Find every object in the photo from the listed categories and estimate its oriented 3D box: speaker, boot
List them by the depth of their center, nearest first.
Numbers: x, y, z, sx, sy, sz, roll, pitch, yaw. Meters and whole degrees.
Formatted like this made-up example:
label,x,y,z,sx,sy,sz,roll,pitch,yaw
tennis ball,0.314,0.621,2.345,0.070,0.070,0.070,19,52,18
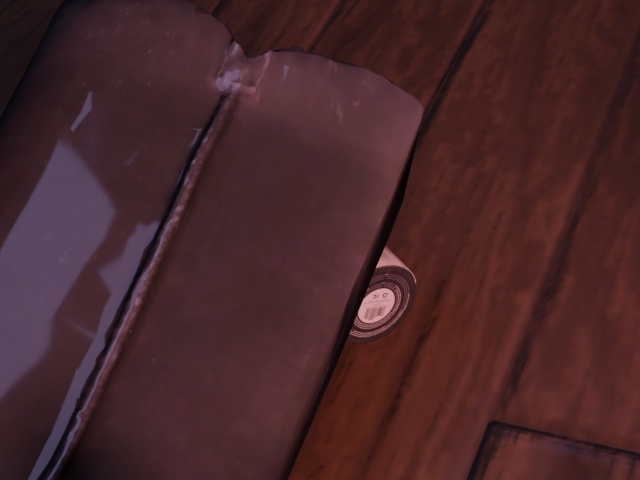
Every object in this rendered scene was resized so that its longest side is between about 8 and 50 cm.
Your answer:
label,x,y,z,sx,sy,sz,roll,pitch,yaw
boot,-0.187,0.061,0.441,0.367,0.146,0.445,27,69,-7
speaker,0.000,0.000,0.613,0.055,0.055,0.136,-32,45,-9
